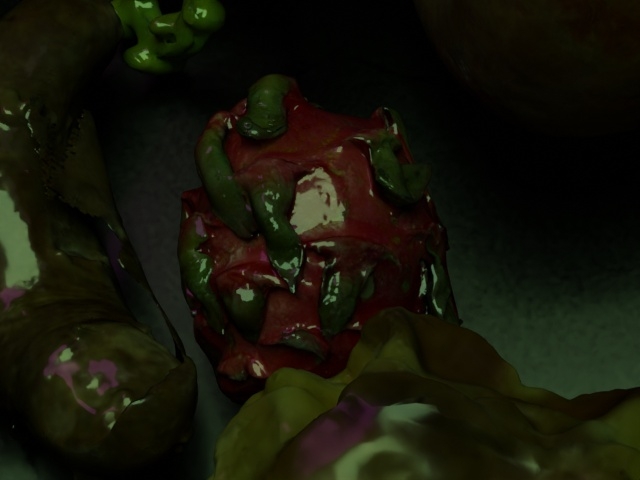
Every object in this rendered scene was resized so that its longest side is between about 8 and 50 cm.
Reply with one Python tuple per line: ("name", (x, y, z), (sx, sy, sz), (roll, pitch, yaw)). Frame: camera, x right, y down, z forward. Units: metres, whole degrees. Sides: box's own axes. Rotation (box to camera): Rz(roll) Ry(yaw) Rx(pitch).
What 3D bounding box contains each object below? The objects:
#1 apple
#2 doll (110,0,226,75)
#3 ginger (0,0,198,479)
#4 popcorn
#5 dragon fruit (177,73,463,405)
("apple", (0.172, -0.215, 1.034), (0.301, 0.301, 0.301), (-1, 63, 2))
("doll", (-0.068, -0.284, 1.089), (0.098, 0.341, 0.346), (9, 72, -30))
("ginger", (-0.144, 0.001, 1.033), (0.133, 0.107, 0.309), (-44, 53, 31))
("popcorn", (0.073, 0.195, 0.881), (0.265, 0.225, 0.332), (-4, 84, 14))
("dragon fruit", (0.000, 0.000, 1.012), (0.160, 0.166, 0.172), (-19, 70, 37))
